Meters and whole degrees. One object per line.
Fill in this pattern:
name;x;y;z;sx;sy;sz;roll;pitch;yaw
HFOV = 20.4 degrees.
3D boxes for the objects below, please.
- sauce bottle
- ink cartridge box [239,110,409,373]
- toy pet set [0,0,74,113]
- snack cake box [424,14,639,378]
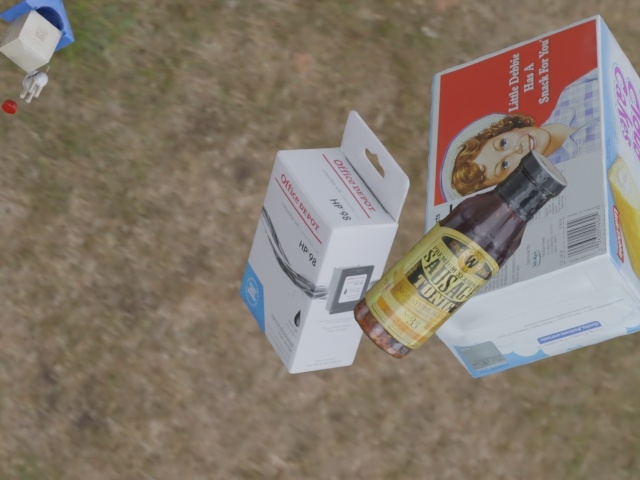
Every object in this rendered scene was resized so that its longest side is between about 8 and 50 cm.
sauce bottle;0.072;0.006;0.912;0.042;0.042;0.128;28;112;-39
ink cartridge box;0.000;0.000;1.371;0.060;0.104;0.180;-5;130;-29
toy pet set;-0.298;-0.194;1.684;0.122;0.114;0.065;40;51;-29
snack cake box;0.166;-0.037;1.363;0.089;0.152;0.264;49;33;-37
